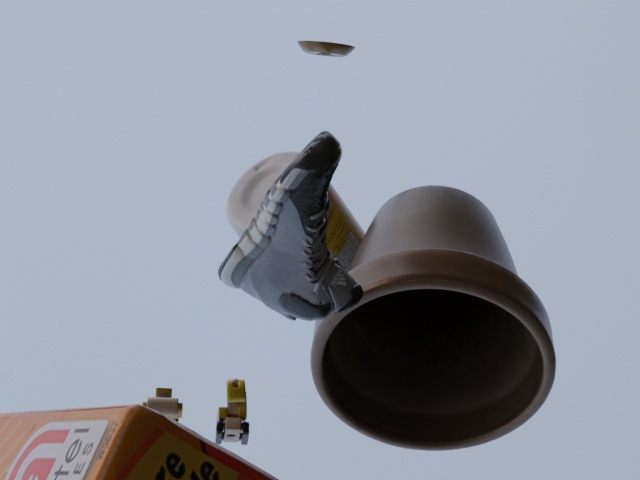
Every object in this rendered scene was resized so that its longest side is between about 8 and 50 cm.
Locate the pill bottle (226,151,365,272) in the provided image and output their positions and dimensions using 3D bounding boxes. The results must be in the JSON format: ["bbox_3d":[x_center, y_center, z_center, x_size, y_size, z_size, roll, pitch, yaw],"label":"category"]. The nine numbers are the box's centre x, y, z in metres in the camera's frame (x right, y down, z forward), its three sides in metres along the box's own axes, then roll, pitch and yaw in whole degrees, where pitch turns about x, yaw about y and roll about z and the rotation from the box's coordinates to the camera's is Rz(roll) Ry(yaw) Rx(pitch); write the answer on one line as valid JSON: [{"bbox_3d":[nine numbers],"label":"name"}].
[{"bbox_3d":[-0.010,0.009,1.883,0.246,0.136,0.136,54,-142,-42],"label":"pill bottle"}]

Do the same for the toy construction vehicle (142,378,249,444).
[{"bbox_3d":[-0.093,0.122,1.011,0.086,0.098,0.035,1,-115,-4],"label":"toy construction vehicle"}]

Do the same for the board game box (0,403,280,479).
[{"bbox_3d":[-0.092,0.309,0.593,0.356,0.356,0.356,35,-115,-28],"label":"board game box"}]

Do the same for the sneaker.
[{"bbox_3d":[0.000,0.000,1.370,0.132,0.229,0.086,38,-132,2],"label":"sneaker"}]

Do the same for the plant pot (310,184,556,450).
[{"bbox_3d":[0.127,0.066,1.573,0.263,0.263,0.229,39,-146,-24],"label":"plant pot"}]

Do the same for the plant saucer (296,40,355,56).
[{"bbox_3d":[0.007,-0.269,1.997,0.083,0.083,0.015,2,-85,-44],"label":"plant saucer"}]
